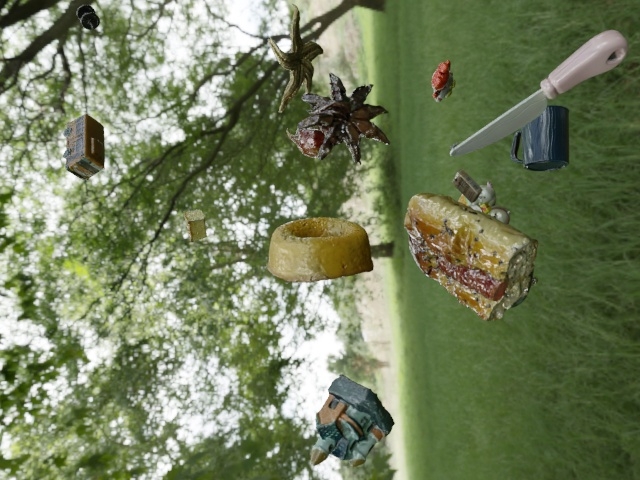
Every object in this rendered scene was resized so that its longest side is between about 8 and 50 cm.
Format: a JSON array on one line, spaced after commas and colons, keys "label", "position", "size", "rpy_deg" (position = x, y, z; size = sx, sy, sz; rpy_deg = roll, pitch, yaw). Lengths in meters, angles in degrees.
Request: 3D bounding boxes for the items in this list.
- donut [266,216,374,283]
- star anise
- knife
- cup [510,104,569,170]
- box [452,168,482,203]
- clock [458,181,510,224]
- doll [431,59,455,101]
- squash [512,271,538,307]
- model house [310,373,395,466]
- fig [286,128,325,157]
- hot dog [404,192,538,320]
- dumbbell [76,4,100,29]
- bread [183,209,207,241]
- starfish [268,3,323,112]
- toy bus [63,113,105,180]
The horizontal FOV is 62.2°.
[{"label": "donut", "position": [0.000, 0.019, 1.345], "size": [0.278, 0.277, 0.109], "rpy_deg": [-72, -17, -70]}, {"label": "star anise", "position": [0.067, -0.328, 1.367], "size": [0.102, 0.271, 0.272], "rpy_deg": [123, 147, -75]}, {"label": "knife", "position": [0.382, -0.248, 0.957], "size": [0.081, 0.335, 0.043], "rpy_deg": [20, -134, -44]}, {"label": "cup", "position": [0.563, -0.250, 1.347], "size": [0.150, 0.113, 0.138], "rpy_deg": [101, 170, -83]}, {"label": "box", "position": [0.398, -0.147, 1.439], "size": [0.083, 0.024, 0.053], "rpy_deg": [50, 160, 21]}, {"label": "clock", "position": [0.595, -0.108, 1.915], "size": [0.103, 0.144, 0.231], "rpy_deg": [-19, -105, -54]}, {"label": "doll", "position": [0.462, -0.594, 2.007], "size": [0.143, 0.076, 0.245], "rpy_deg": [-65, -18, 7]}, {"label": "squash", "position": [0.604, 0.118, 1.728], "size": [0.218, 0.172, 0.218], "rpy_deg": [-52, 1, 1]}, {"label": "model house", "position": [0.082, 0.645, 1.774], "size": [0.291, 0.184, 0.253], "rpy_deg": [-47, -47, -26]}, {"label": "fig", "position": [-0.057, -0.451, 2.352], "size": [0.175, 0.206, 0.175], "rpy_deg": [-2, -90, -85]}, {"label": "hot dog", "position": [0.389, 0.026, 1.487], "size": [0.365, 0.196, 0.367], "rpy_deg": [42, 163, 33]}, {"label": "dumbbell", "position": [-0.869, -0.835, 1.985], "size": [0.147, 0.069, 0.069], "rpy_deg": [57, 171, 28]}, {"label": "bread", "position": [-0.505, -0.060, 2.162], "size": [0.080, 0.084, 0.109], "rpy_deg": [-125, 28, -50]}, {"label": "starfish", "position": [-0.060, -0.483, 1.431], "size": [0.235, 0.062, 0.278], "rpy_deg": [-21, -59, -57]}, {"label": "toy bus", "position": [-0.790, -0.314, 1.789], "size": [0.098, 0.114, 0.201], "rpy_deg": [41, -150, -56]}]
